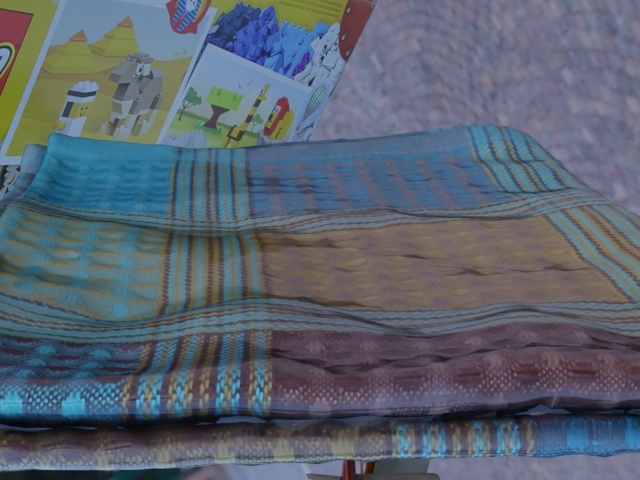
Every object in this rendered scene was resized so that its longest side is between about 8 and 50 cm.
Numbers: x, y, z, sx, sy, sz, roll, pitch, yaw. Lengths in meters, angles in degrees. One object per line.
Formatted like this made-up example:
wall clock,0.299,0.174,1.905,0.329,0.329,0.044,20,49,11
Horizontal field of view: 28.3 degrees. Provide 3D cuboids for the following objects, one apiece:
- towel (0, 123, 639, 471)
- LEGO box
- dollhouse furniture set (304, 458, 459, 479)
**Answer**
towel,0.000,0.000,0.495,0.370,0.272,0.040,-114,23,-76
LEGO box,-0.210,-0.074,0.896,0.193,0.372,0.500,33,-163,20
dollhouse furniture set,0.022,0.193,0.929,0.262,0.135,0.259,-93,10,-64
